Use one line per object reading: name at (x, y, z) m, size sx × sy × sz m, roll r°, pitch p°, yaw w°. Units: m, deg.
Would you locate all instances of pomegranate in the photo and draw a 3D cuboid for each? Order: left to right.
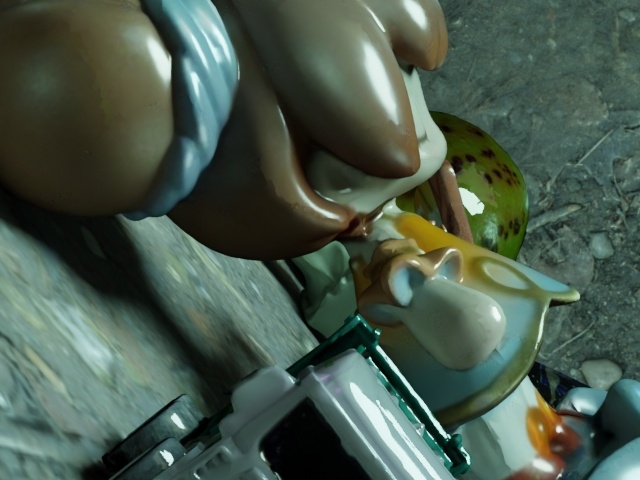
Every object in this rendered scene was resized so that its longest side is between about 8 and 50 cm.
pomegranate at (0.093, -0.019, 1.399) m, size 0.231 × 0.231 × 0.286 m, roll 53°, pitch 7°, yaw 5°

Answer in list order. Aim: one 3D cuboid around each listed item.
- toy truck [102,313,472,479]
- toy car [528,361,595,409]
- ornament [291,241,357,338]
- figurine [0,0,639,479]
toy truck at (-0.005, 0.088, 0.522) m, size 0.110 × 0.116 × 0.216 m, roll 52°, pitch -4°, yaw 2°
toy car at (0.142, 0.141, 1.031) m, size 0.301 × 0.118 × 0.193 m, roll 19°, pitch 7°, yaw 10°
ornament at (-0.006, -0.013, 1.207) m, size 0.285 × 0.130 × 0.120 m, roll 60°, pitch 23°, yaw -3°
figurine at (0.001, -0.001, 0.778) m, size 0.388 × 0.248 × 0.276 m, roll 61°, pitch 2°, yaw -9°
